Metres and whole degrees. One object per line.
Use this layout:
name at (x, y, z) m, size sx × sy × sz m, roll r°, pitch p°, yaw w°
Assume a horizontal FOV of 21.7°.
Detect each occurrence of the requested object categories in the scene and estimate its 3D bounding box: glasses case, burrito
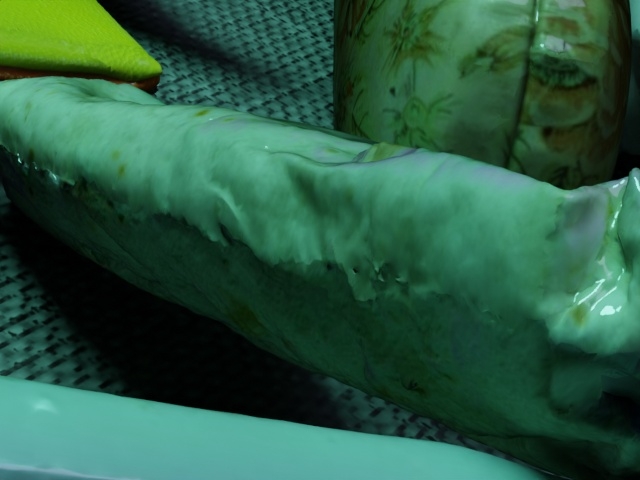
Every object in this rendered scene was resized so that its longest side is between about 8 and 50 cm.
glasses case at (0.056, -0.115, 0.679) m, size 0.098 × 0.156 × 0.425 m, roll 9°, pitch 31°, yaw -4°
burrito at (-0.003, 0.000, 0.460) m, size 0.096 × 0.066 × 0.309 m, roll 33°, pitch -10°, yaw -39°

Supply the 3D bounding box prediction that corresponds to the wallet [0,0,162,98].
wallet at (-0.190, -0.078, 0.577) m, size 0.241 × 0.067 × 0.141 m, roll 3°, pitch 29°, yaw -35°

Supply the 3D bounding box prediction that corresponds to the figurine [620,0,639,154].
figurine at (0.221, -0.107, 0.717) m, size 0.253 × 0.211 × 0.361 m, roll -16°, pitch 35°, yaw 2°

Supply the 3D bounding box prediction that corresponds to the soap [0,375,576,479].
soap at (-0.014, 0.124, 0.300) m, size 0.324 × 0.109 × 0.193 m, roll 9°, pitch 32°, yaw -17°
